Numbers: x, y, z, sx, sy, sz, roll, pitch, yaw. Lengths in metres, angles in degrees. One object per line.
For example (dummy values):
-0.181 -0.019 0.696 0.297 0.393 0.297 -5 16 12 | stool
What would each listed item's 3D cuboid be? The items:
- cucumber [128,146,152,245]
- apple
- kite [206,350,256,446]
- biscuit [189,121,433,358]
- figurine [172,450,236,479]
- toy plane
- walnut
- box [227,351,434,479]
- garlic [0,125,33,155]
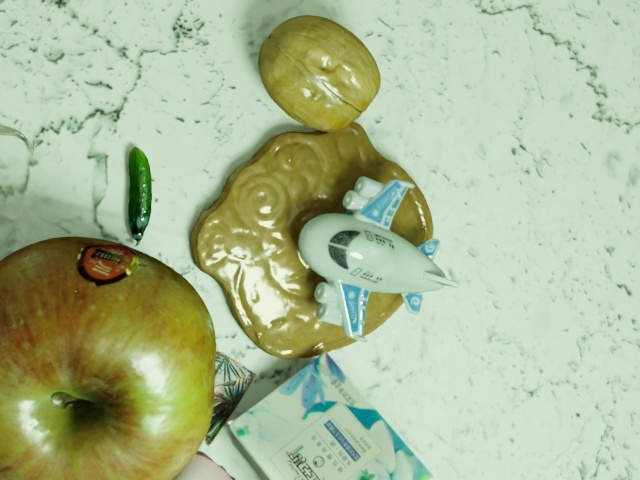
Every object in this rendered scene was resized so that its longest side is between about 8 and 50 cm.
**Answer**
-0.278 -0.067 1.821 0.037 0.037 0.155 -1 96 -24 | cucumber
-0.340 0.182 1.671 0.400 0.333 0.400 -2 105 -7 | apple
-0.179 0.239 1.906 0.159 0.010 0.190 -13 98 -21 | kite
0.001 0.000 1.935 0.385 0.062 0.365 -42 109 -15 | biscuit
-0.251 0.511 1.798 0.206 0.284 0.316 36 56 -13 | figurine
0.087 0.030 1.878 0.266 0.122 0.267 -1 94 -23 | toy plane
-0.005 -0.265 1.857 0.197 0.165 0.165 32 82 -14 | walnut
0.016 0.349 1.873 0.203 0.116 0.274 -36 70 -16 | box
-0.529 -0.202 1.676 0.148 0.128 0.267 -26 116 -7 | garlic
